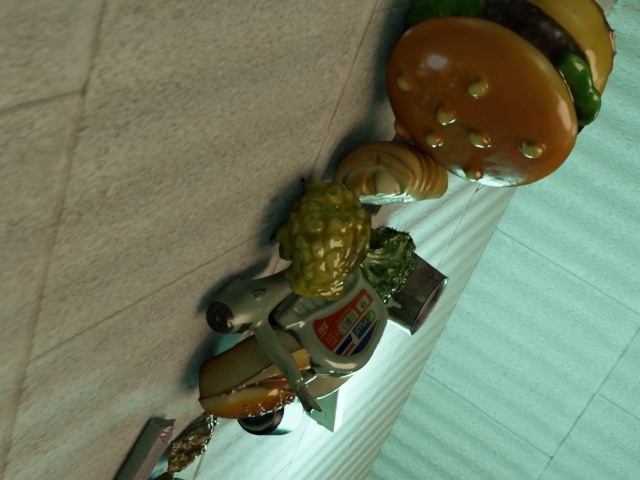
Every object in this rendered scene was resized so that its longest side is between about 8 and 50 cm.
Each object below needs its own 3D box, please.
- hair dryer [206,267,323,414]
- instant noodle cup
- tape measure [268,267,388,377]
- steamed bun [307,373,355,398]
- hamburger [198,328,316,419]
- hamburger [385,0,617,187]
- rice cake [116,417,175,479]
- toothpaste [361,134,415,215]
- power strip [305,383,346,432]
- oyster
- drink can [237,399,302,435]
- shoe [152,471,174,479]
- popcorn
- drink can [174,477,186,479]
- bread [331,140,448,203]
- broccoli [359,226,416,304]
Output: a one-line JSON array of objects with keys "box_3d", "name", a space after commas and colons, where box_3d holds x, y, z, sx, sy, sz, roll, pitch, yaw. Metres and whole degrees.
[{"box_3d": [-0.064, 0.155, 1.657, 0.092, 0.267, 0.229, -38, -169, 37], "name": "hair dryer"}, {"box_3d": [0.186, 0.107, 2.272, 0.217, 0.207, 0.217, -49, 162, -22], "name": "instant noodle cup"}, {"box_3d": [0.006, 0.162, 1.890, 0.125, 0.246, 0.243, -19, -158, 51], "name": "tape measure"}, {"box_3d": [0.001, 0.235, 2.068, 0.232, 0.145, 0.232, -40, -166, 12], "name": "steamed bun"}, {"box_3d": [-0.125, 0.259, 1.730, 0.237, 0.147, 0.237, -24, 171, -4], "name": "hamburger"}, {"box_3d": [0.314, -0.288, 1.647, 0.277, 0.396, 0.395, -53, 163, -29], "name": "hamburger"}, {"box_3d": [-0.346, 0.449, 1.699, 0.290, 0.051, 0.081, -59, 162, 6], "name": "rice cake"}, {"box_3d": [0.150, -0.145, 2.008, 0.193, 0.044, 0.070, -59, 162, 7], "name": "toothpaste"}, {"box_3d": [0.014, 0.421, 2.513, 0.043, 0.106, 0.367, -50, 161, -28], "name": "power strip"}, {"box_3d": [-0.260, 0.418, 1.882, 0.105, 0.056, 0.177, -57, 169, 26], "name": "oyster"}, {"box_3d": [-0.118, 0.384, 2.086, 0.118, 0.118, 0.205, -57, 162, -1], "name": "drink can"}, {"box_3d": [-0.327, 0.519, 1.842, 0.069, 0.072, 0.109, 105, -19, -51], "name": "shoe"}, {"box_3d": [0.002, -0.001, 1.657, 0.189, 0.169, 0.218, -62, 180, 36], "name": "popcorn"}, {"box_3d": [-0.339, 0.627, 1.952, 0.235, 0.097, 0.097, -58, 162, 6], "name": "drink can"}, {"box_3d": [0.145, -0.132, 1.824, 0.311, 0.173, 0.121, -4, 89, -67], "name": "bread"}, {"box_3d": [0.107, 0.044, 2.072, 0.220, 0.194, 0.194, -37, 167, 16], "name": "broccoli"}]
